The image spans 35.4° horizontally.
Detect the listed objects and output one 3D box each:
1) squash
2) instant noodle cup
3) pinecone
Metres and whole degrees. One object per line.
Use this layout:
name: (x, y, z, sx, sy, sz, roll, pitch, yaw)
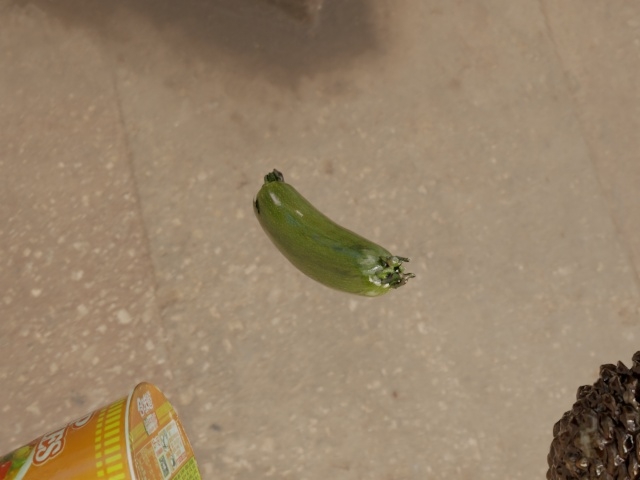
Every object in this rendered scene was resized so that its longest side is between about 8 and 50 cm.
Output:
squash: (-0.003, 0.001, 1.156, 0.080, 0.318, 0.071, -32, 127, -17)
instant noodle cup: (-0.199, 0.219, 0.791, 0.168, 0.185, 0.168, -19, 90, -84)
pinecone: (0.393, 0.246, 1.074, 0.292, 0.246, 0.246, 7, 64, -7)
